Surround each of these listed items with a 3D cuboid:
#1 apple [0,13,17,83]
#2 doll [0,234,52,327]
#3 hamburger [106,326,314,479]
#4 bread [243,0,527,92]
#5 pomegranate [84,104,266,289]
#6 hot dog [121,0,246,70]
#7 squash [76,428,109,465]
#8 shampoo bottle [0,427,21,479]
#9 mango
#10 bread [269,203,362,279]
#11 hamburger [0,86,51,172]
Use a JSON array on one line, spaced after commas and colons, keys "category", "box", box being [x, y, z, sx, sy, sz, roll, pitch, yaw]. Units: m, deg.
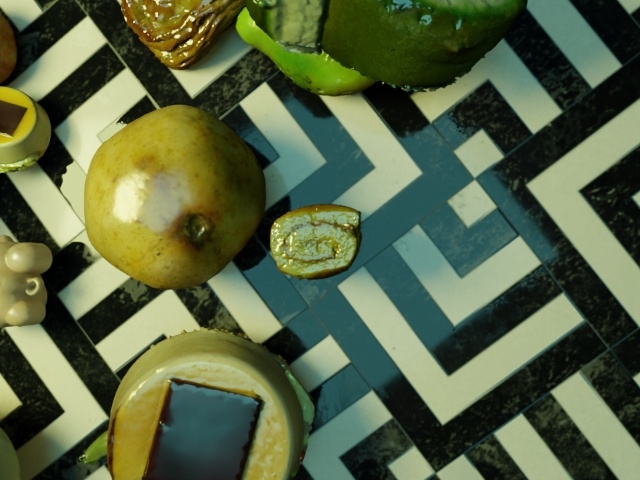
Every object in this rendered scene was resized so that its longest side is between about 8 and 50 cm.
[{"category": "apple", "box": [-0.562, -0.311, 0.809, 0.146, 0.131, 0.147, 0, 89, 20]}, {"category": "doll", "box": [-0.562, 0.048, 0.829, 0.277, 0.119, 0.154, 19, 92, 14]}, {"category": "hamburger", "box": [-0.163, 0.277, 0.750, 0.301, 0.170, 0.302, 0, 91, -3]}, {"category": "bread", "box": [0.076, -0.363, 0.670, 0.381, 0.129, 0.366, -26, 70, -23]}, {"category": "pomegranate", "box": [-0.206, -0.063, 0.727, 0.260, 0.260, 0.261, 0, 91, 5]}, {"category": "hot dog", "box": [-0.186, -0.396, 0.780, 0.259, 0.114, 0.175, -44, 86, 5]}, {"category": "squash", "box": [-0.320, 0.315, 0.834, 0.183, 0.052, 0.052, -36, 88, 4]}, {"category": "shampoo bottle", "box": [-0.617, 0.380, 0.720, 0.317, 0.322, 0.323, -23, 89, 27]}, {"category": "mango", "box": [-0.017, -0.288, 0.762, 0.232, 0.111, 0.126, 21, 128, 11]}, {"category": "bread", "box": [0.000, 0.000, 0.739, 0.131, 0.172, 0.103, -8, 93, 4]}, {"category": "hamburger", "box": [-0.506, -0.174, 0.822, 0.126, 0.081, 0.141, 0, 69, -10]}]
